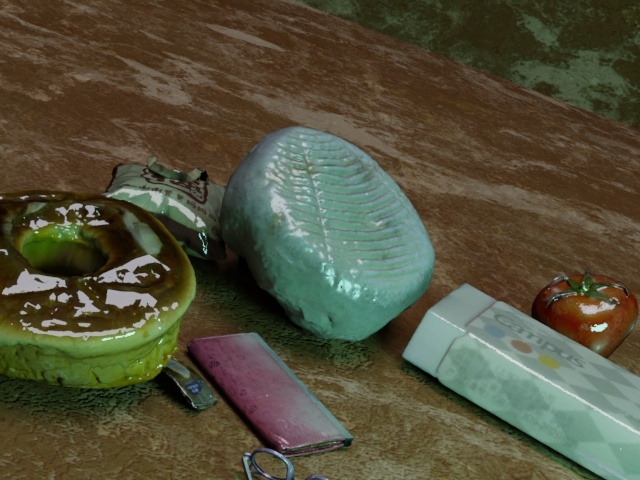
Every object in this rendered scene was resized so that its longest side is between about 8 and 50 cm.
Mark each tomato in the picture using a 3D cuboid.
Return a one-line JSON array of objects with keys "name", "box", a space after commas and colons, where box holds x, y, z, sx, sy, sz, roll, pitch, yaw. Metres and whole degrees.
[{"name": "tomato", "box": [0.417, 0.130, 1.953, 0.167, 0.167, 0.167, 18, 24, -8]}]

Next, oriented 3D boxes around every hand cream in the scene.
[{"name": "hand cream", "box": [-0.201, 0.158, 1.546, 0.163, 0.039, 0.062, 33, 10, 19]}]

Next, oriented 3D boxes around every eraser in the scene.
[{"name": "eraser", "box": [0.336, 0.210, 1.800, 0.397, 0.082, 0.213, 30, 24, 18]}]

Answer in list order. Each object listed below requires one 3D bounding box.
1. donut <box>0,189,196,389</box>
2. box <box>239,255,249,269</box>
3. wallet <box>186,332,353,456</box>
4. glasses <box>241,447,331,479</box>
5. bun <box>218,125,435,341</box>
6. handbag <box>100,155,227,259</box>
[{"name": "donut", "box": [-0.320, 0.059, 1.496, 0.330, 0.160, 0.330, 11, 40, -9]}, {"name": "box", "box": [-0.069, 0.022, 1.955, 0.126, 0.027, 0.125, 17, 24, -11]}, {"name": "wallet", "box": [-0.069, 0.196, 1.587, 0.119, 0.025, 0.232, -1, 32, -42]}, {"name": "glasses", "box": [-0.045, 0.305, 1.378, 0.140, 0.062, 0.104, 26, 46, 9]}, {"name": "bun", "box": [-0.002, -0.005, 1.819, 0.354, 0.194, 0.354, 28, 39, -25]}, {"name": "handbag", "box": [-0.232, -0.056, 1.860, 0.213, 0.127, 0.235, 17, 22, -6]}]
